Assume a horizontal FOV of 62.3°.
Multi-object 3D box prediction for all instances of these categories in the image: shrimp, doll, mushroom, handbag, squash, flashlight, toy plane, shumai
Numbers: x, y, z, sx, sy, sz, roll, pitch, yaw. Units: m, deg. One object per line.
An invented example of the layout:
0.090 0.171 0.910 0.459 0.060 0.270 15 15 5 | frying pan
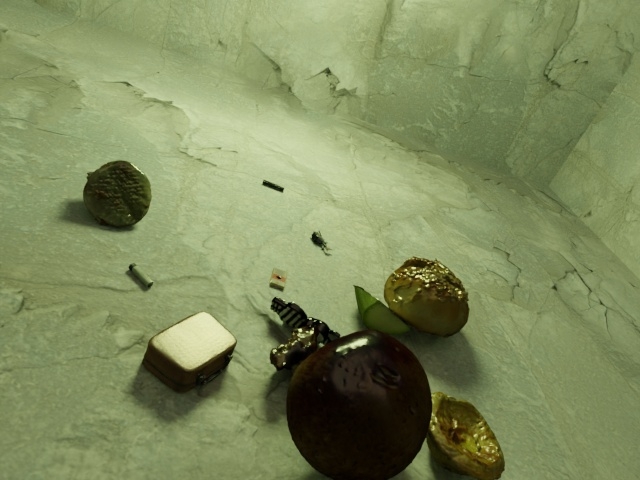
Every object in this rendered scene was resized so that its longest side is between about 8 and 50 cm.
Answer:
0.490 0.110 2.088 0.059 0.023 0.108 12 30 -41 | shrimp
-0.041 0.225 1.419 0.219 0.091 0.067 31 52 9 | doll
0.047 0.358 1.167 0.331 0.356 0.334 -26 93 -58 | mushroom
-0.287 0.251 1.202 0.151 0.072 0.193 34 28 16 | handbag
0.153 0.221 1.590 0.192 0.085 0.184 44 -10 -32 | squash
-0.469 0.090 1.382 0.083 0.018 0.018 38 31 23 | flashlight
0.000 0.000 1.885 0.049 0.031 0.120 13 27 -37 | toy plane
-0.605 -0.132 1.560 0.201 0.201 0.120 8 -8 -28 | shumai

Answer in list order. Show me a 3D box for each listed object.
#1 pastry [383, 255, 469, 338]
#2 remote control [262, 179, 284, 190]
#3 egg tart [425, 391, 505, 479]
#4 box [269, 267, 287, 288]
0.351 0.165 1.680 0.284 0.184 0.316 38 19 24 | pastry
-0.189 -0.220 2.119 0.091 0.016 0.034 21 13 -7 | remote control
0.324 0.471 1.252 0.241 0.106 0.241 29 26 -15 | egg tart
-0.128 0.115 1.611 0.046 0.012 0.083 21 29 -8 | box
